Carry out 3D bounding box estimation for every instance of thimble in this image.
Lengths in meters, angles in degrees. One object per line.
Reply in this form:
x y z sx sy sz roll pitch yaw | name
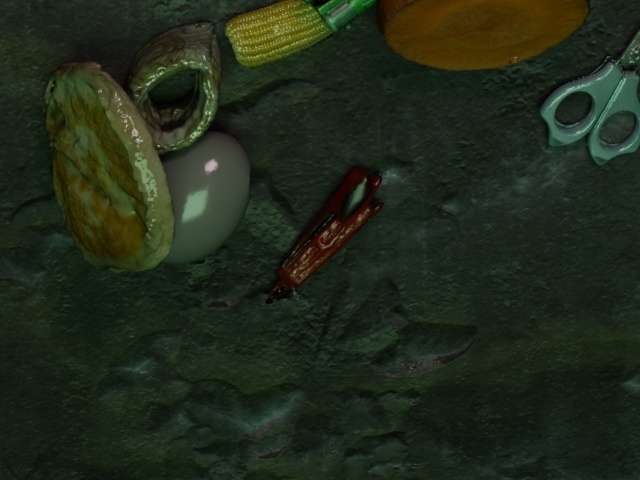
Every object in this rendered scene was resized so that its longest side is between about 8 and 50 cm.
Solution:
-0.216 -0.234 1.837 0.137 0.143 0.190 35 111 -21 | thimble

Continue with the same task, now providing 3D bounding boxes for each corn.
-0.059 -0.322 1.848 0.165 0.063 0.085 -22 95 5 | corn

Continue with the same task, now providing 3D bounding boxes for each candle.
0.000 0.000 2.038 0.084 0.059 0.302 39 108 -10 | candle

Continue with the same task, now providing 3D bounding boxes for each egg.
-0.201 -0.070 1.913 0.176 0.176 0.232 35 108 -22 | egg

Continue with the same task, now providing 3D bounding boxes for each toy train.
0.087 -0.403 1.784 0.251 0.085 0.119 -34 124 0 | toy train

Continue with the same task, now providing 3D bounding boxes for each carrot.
0.233 -0.343 1.772 0.307 0.100 0.258 -13 156 4 | carrot

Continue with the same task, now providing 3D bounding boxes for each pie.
-0.324 -0.108 1.825 0.077 0.339 0.339 -20 127 -36 | pie

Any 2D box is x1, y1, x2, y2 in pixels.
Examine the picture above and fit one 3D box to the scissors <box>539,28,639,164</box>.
0.491 -0.287 1.932 0.191 0.029 0.360 18 115 -19 | scissors
